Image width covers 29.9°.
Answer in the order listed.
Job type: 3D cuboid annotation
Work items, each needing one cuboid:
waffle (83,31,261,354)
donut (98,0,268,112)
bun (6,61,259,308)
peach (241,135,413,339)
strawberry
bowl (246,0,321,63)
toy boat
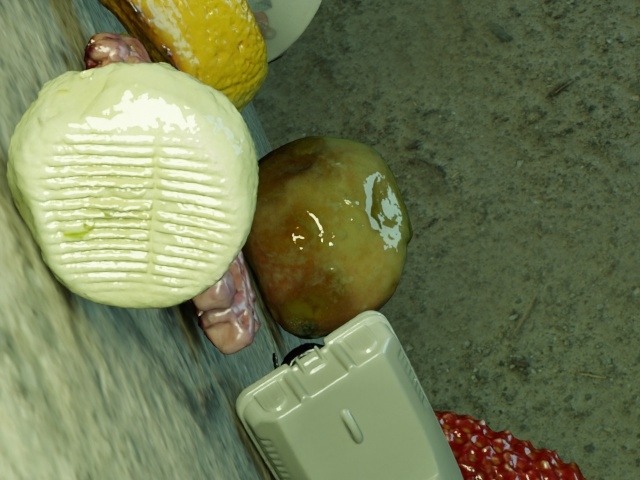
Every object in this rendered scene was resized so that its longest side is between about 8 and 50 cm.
[{"bbox_3d":[-0.102,-0.039,0.843,0.234,0.055,0.221,63,1,-20],"label":"waffle"},{"bbox_3d":[-0.109,-0.161,0.935,0.152,0.101,0.259,46,-14,30],"label":"donut"},{"bbox_3d":[-0.081,-0.027,0.533,0.069,0.115,0.115,-92,161,-59],"label":"bun"},{"bbox_3d":[0.000,0.000,1.377,0.214,0.214,0.236,64,21,-56],"label":"peach"},{"bbox_3d":[0.177,0.357,1.477,0.351,0.267,0.312,38,-33,11],"label":"strawberry"},{"bbox_3d":[-0.142,-0.357,1.296,0.157,0.345,0.346,-7,66,-41],"label":"bowl"},{"bbox_3d":[0.029,0.171,0.942,0.269,0.140,0.141,67,1,-47],"label":"toy boat"}]
